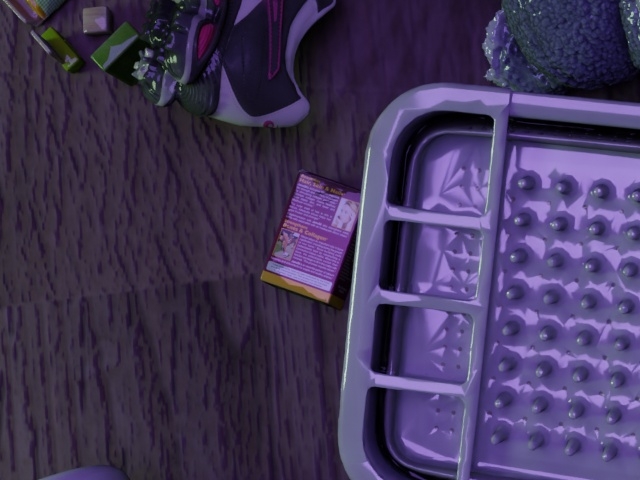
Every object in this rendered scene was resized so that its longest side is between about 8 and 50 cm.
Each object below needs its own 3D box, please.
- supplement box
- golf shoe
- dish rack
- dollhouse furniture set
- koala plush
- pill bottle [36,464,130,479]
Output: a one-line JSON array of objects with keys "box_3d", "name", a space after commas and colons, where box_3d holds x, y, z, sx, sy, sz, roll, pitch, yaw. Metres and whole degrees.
[{"box_3d": [0.000, 0.000, 1.225, 0.055, 0.043, 0.083, 20, 86, 16], "name": "supplement box"}, {"box_3d": [-0.047, -0.206, 1.257, 0.120, 0.105, 0.273, 20, 70, -20], "name": "golf shoe"}, {"box_3d": [0.187, 0.052, 1.132, 0.333, 0.072, 0.285, 7, 95, 16], "name": "dish rack"}, {"box_3d": [-0.187, -0.178, 1.293, 0.076, 0.058, 0.151, -43, 74, 3], "name": "dollhouse furniture set"}, {"box_3d": [0.158, -0.197, 1.148, 0.196, 0.203, 0.221, -3, 108, 51], "name": "koala plush"}, {"box_3d": [-0.150, 0.296, 1.154, 0.153, 0.153, 0.264, -27, 76, 8], "name": "pill bottle"}]
